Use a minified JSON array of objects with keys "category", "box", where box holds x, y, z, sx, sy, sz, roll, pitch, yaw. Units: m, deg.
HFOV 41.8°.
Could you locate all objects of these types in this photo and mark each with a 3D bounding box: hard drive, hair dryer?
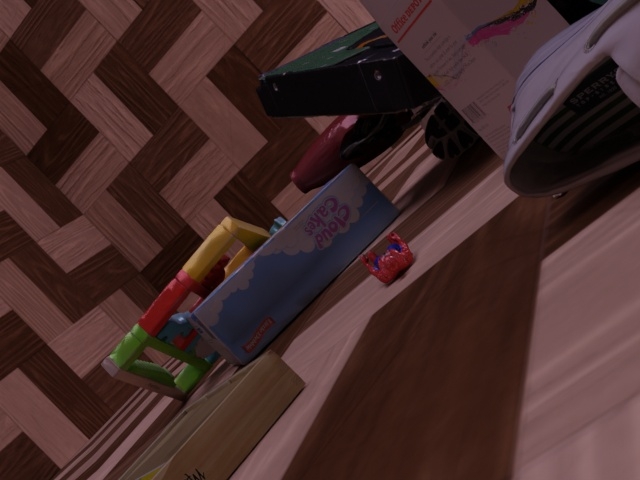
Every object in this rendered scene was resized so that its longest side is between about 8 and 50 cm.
[{"category":"hard drive","box":[0.093,-0.213,0.959,0.237,0.064,0.339,-30,20,-23]},{"category":"hair dryer","box":[0.045,-0.143,1.086,0.224,0.080,0.293,-33,-3,-36]}]

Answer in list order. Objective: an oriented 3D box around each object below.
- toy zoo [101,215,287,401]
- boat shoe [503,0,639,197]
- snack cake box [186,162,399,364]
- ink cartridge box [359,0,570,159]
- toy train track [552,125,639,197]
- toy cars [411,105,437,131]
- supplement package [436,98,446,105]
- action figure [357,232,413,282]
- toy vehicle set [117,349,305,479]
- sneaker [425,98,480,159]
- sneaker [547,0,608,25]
[{"category":"toy zoo","box":[-0.144,0.083,1.139,0.293,0.030,0.192,-51,-27,-3]},{"category":"boat shoe","box":[0.150,-0.075,0.331,0.075,0.083,0.226,-67,7,-24]},{"category":"snack cake box","box":[-0.039,0.033,1.041,0.264,0.089,0.152,-44,2,-15]},{"category":"ink cartridge box","box":[0.119,-0.165,0.656,0.067,0.198,0.115,-44,3,-11]},{"category":"toy train track","box":[0.145,-0.047,0.443,0.048,0.014,0.083,-44,4,-15]},{"category":"toy cars","box":[0.161,-0.258,1.350,0.087,0.176,0.394,-28,-15,18]},{"category":"supplement package","box":[0.251,-0.293,1.159,0.194,0.149,0.203,-46,4,-36]},{"category":"action figure","box":[0.054,0.013,0.683,0.038,0.030,0.115,-38,5,3]},{"category":"toy vehicle set","box":[-0.133,0.193,0.559,0.267,0.035,0.166,-46,4,-38]},{"category":"sneaker","box":[0.200,-0.160,1.013,0.170,0.068,0.071,-44,-23,25]},{"category":"sneaker","box":[0.218,-0.269,0.656,0.124,0.295,0.178,15,63,35]}]
